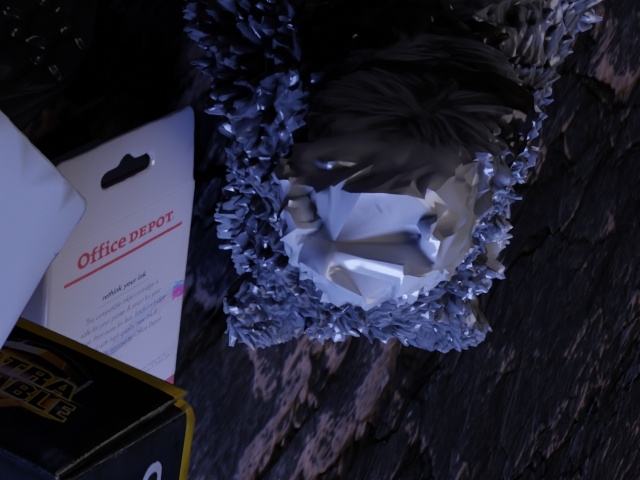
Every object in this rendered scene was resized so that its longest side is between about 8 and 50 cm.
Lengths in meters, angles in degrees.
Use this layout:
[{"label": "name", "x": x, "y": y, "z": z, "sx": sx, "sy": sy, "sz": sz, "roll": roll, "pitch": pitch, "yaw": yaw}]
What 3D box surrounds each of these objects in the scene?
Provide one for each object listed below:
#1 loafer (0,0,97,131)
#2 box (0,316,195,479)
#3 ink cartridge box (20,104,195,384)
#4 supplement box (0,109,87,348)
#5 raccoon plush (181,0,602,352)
[{"label": "loafer", "x": -0.167, "y": -0.060, "z": 0.756, "sx": 0.076, "sy": 0.078, "sz": 0.223, "roll": 51, "pitch": 42, "yaw": -22}, {"label": "box", "x": -0.187, "y": 0.162, "z": 0.668, "sx": 0.079, "sy": 0.257, "sz": 0.322, "roll": -26, "pitch": 131, "yaw": -53}, {"label": "ink cartridge box", "x": -0.126, "y": 0.026, "z": 0.895, "sx": 0.115, "sy": 0.067, "sz": 0.198, "roll": -32, "pitch": 138, "yaw": -51}, {"label": "supplement box", "x": -0.202, "y": -0.023, "z": 0.542, "sx": 0.111, "sy": 0.220, "sz": 0.114, "roll": -61, "pitch": 154, "yaw": -14}, {"label": "raccoon plush", "x": 0.000, "y": 0.000, "z": 0.906, "sx": 0.446, "sy": 0.216, "sz": 0.299, "roll": -56, "pitch": 157, "yaw": -58}]
